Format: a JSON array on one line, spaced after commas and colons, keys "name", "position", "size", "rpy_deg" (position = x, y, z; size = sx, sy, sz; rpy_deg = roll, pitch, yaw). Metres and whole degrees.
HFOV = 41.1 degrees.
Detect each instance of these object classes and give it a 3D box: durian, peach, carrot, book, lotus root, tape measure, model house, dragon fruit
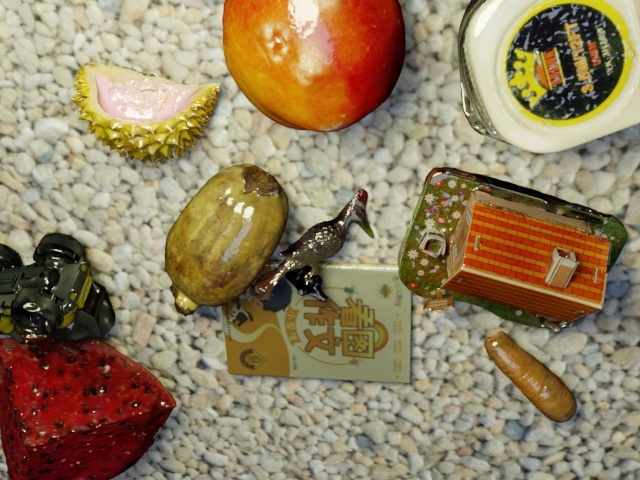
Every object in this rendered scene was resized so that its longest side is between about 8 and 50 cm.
[{"name": "durian", "position": [-0.244, -0.171, 1.160], "size": [0.182, 0.165, 0.132], "rpy_deg": [12, 79, -23]}, {"name": "peach", "position": [-0.012, -0.248, 1.018], "size": [0.243, 0.199, 0.243], "rpy_deg": [21, 128, 29]}, {"name": "carrot", "position": [0.316, 0.204, 1.283], "size": [0.186, 0.060, 0.060], "rpy_deg": [44, 116, -13]}, {"name": "book", "position": [-0.007, 0.126, 1.317], "size": [0.296, 0.020, 0.207], "rpy_deg": [1, 117, 8]}, {"name": "lotus root", "position": [-0.142, 0.007, 1.206], "size": [0.145, 0.128, 0.260], "rpy_deg": [47, 119, 25]}, {"name": "tape measure", "position": [0.264, -0.249, 1.014], "size": [0.231, 0.133, 0.271], "rpy_deg": [-18, 112, 9]}, {"name": "model house", "position": [0.259, 0.049, 1.149], "size": [0.294, 0.154, 0.207], "rpy_deg": [16, 118, -4]}, {"name": "dragon fruit", "position": [-0.444, 0.321, 1.370], "size": [0.302, 0.240, 0.330], "rpy_deg": [33, 112, 12]}]

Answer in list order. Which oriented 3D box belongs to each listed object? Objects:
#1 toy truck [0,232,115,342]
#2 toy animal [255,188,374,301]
[{"name": "toy truck", "position": [-0.441, 0.097, 1.313], "size": [0.224, 0.147, 0.165], "rpy_deg": [-5, 139, 15]}, {"name": "toy animal", "position": [0.002, 0.008, 1.219], "size": [0.202, 0.070, 0.105], "rpy_deg": [-47, 135, 7]}]
